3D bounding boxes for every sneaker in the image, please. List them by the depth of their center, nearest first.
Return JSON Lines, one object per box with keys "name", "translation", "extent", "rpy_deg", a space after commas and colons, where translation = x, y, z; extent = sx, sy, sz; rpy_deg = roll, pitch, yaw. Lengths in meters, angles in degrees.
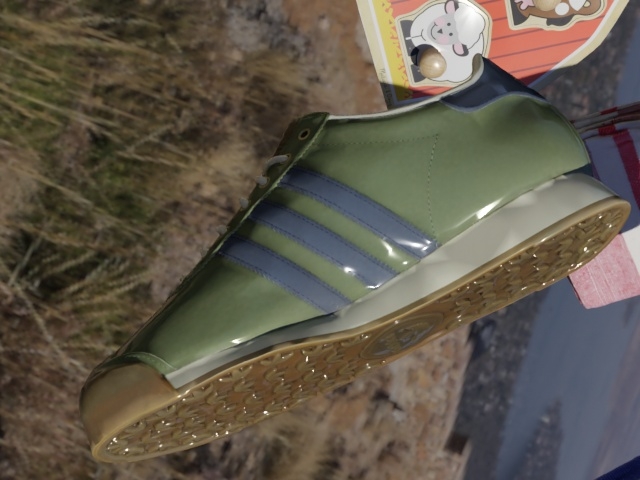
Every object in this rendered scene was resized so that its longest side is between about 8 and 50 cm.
{"name": "sneaker", "translation": [0.000, 0.000, 0.357], "extent": [0.192, 0.086, 0.064], "rpy_deg": [-25, 155, -1]}

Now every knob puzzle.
{"name": "knob puzzle", "translation": [0.119, -0.168, 0.674], "extent": [0.030, 0.213, 0.213], "rpy_deg": [-87, 180, -51]}

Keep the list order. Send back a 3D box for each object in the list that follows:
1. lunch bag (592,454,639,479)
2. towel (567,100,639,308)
{"name": "lunch bag", "translation": [0.176, 0.227, 0.498], "extent": [0.293, 0.221, 0.138], "rpy_deg": [-22, 171, -26]}
{"name": "towel", "translation": [0.343, -0.042, 0.842], "extent": [0.237, 0.329, 0.037], "rpy_deg": [51, 33, -44]}
